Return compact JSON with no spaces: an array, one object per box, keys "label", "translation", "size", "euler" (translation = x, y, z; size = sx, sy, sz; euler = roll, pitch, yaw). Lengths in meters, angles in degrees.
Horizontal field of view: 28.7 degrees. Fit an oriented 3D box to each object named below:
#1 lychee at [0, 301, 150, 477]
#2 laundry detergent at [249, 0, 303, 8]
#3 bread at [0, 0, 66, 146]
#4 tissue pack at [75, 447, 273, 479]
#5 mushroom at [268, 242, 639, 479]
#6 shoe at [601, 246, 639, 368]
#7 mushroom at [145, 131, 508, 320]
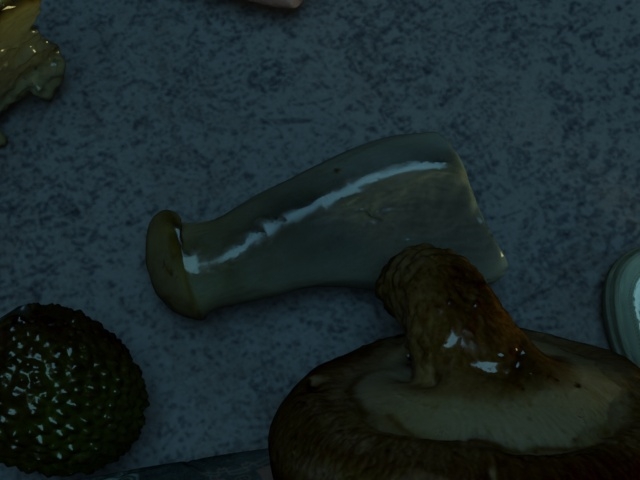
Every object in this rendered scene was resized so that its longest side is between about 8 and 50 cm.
[{"label":"lychee","translation":[-0.237,0.140,1.124],"size":[0.171,0.171,0.171],"euler":[0,73,-1]},{"label":"laundry detergent","translation":[-0.153,-0.358,1.307],"size":[0.335,0.088,0.159],"euler":[23,69,6]},{"label":"bread","translation":[-0.377,-0.130,1.185],"size":[0.224,0.183,0.211],"euler":[7,74,4]},{"label":"tissue pack","translation":[-0.113,0.298,1.007],"size":[0.228,0.315,0.103],"euler":[-10,117,-4]},{"label":"mushroom","translation":[0.138,0.175,1.045],"size":[0.345,0.239,0.345],"euler":[-12,39,10]},{"label":"shoe","translation":[0.379,0.132,1.134],"size":[0.124,0.159,0.316],"euler":[-34,79,-9]},{"label":"mushroom","translation":[0.000,0.000,1.185],"size":[0.329,0.122,0.159],"euler":[-15,65,-5]}]
